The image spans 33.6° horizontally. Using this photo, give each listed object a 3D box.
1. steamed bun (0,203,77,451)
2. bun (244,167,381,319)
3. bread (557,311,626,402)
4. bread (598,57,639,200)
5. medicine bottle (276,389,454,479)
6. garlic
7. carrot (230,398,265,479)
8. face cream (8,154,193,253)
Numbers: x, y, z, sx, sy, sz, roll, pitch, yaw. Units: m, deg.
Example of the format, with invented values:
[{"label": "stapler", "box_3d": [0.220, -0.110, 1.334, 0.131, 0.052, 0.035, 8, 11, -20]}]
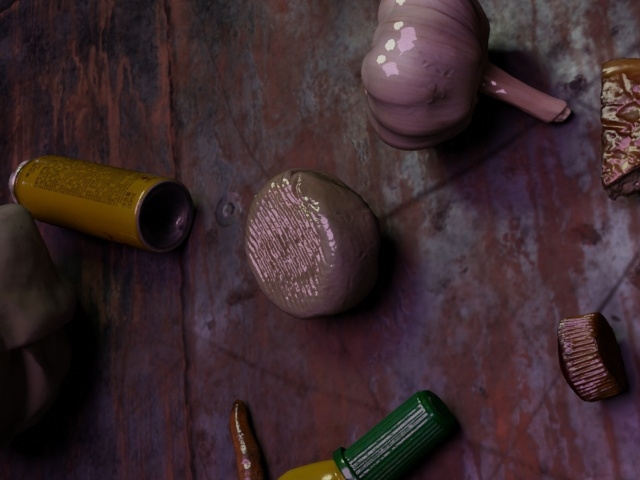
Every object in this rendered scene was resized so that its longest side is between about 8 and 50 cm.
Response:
[{"label": "steamed bun", "box_3d": [-0.481, 0.158, 1.462, 0.342, 0.255, 0.368, -17, 34, 53]}, {"label": "bun", "box_3d": [0.000, 0.000, 1.223, 0.166, 0.113, 0.173, -1, 97, 43]}, {"label": "bread", "box_3d": [0.252, 0.111, 1.005, 0.053, 0.085, 0.085, -20, 63, 25]}, {"label": "bread", "box_3d": [0.321, -0.130, 1.052, 0.154, 0.054, 0.136, -38, 56, 16]}, {"label": "medicine bottle", "box_3d": [0.018, 0.274, 1.136, 0.309, 0.076, 0.111, -44, 75, 17]}, {"label": "garlic", "box_3d": [0.161, -0.178, 1.137, 0.226, 0.199, 0.199, 18, 86, 14]}, {"label": "carrot", "box_3d": [-0.085, 0.261, 1.253, 0.035, 0.035, 0.165, -30, 56, 27]}, {"label": "face cream", "box_3d": [-0.333, -0.061, 1.515, 0.348, 0.105, 0.105, 13, 83, 40]}]
